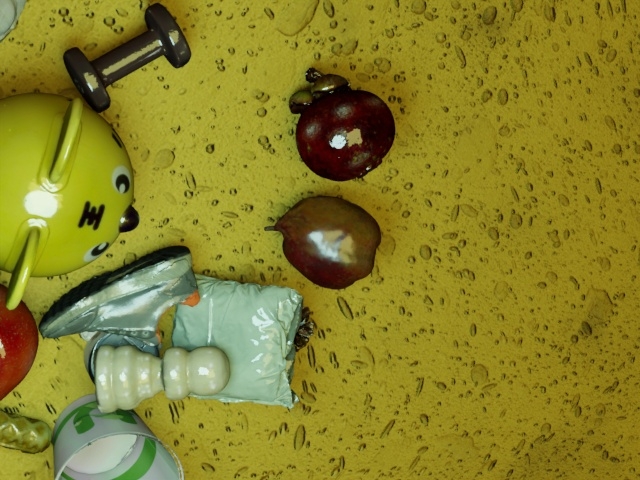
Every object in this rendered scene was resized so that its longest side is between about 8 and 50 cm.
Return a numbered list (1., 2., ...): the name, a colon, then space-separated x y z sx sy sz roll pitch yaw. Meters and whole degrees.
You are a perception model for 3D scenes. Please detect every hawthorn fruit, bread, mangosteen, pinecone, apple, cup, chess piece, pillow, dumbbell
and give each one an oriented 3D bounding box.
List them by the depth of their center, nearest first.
1. apple: -0.668 0.194 1.718 0.260 0.216 0.260 -5 102 -24
2. dumbbell: -0.370 -0.350 1.753 0.225 0.140 0.124 -33 96 -12
3. bread: -0.710 0.354 1.814 0.367 0.077 0.084 24 109 -27
4. chess piece: -0.311 0.268 1.818 0.261 0.143 0.142 -3 106 -1
5. cup: -0.432 0.451 1.860 0.253 0.274 0.253 -6 106 -21
6. pillow: -0.184 0.209 1.933 0.310 0.138 0.283 4 100 17
7. mangosteen: 0.034 -0.252 1.942 0.215 0.215 0.257 -33 83 -13
8. hawthorn fruit: 0.000 0.000 1.988 0.248 0.208 0.208 13 98 -15
9. pinecone: -0.076 0.194 2.038 0.140 0.121 0.140 -7 101 -38

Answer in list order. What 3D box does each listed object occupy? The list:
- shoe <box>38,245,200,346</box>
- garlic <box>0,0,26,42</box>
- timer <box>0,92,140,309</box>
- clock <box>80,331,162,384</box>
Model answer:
1. shoe: -0.393 0.148 1.857 0.336 0.132 0.171 -25 108 -6
2. garlic: -0.624 -0.422 1.620 0.178 0.143 0.229 37 95 -29
3. timer: -0.493 -0.086 1.628 0.376 0.387 0.376 -6 106 -20
4. clock: -0.418 0.249 1.931 0.155 0.063 0.229 -43 118 -8
